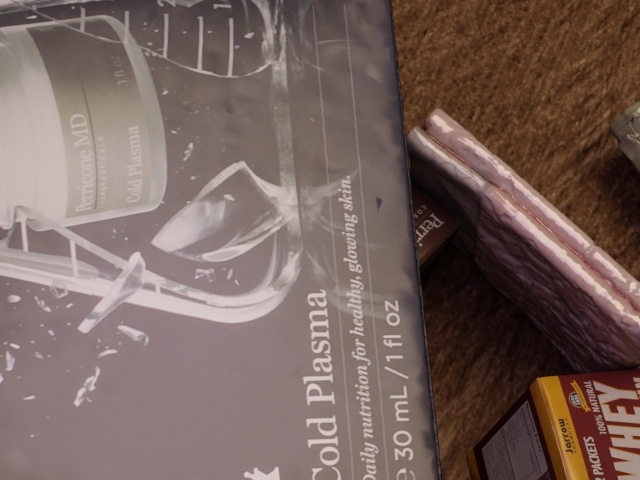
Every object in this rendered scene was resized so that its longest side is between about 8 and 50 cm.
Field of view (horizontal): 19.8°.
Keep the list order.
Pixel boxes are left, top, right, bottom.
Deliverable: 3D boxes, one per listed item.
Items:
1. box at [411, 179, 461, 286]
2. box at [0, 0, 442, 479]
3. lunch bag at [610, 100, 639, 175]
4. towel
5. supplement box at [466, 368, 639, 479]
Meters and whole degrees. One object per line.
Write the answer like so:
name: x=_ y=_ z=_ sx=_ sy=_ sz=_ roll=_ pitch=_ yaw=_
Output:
box: x=0.000 y=0.000 z=1.872 sx=0.203 sy=0.167 sz=0.168 roll=42 pitch=65 yaw=8
box: x=-0.168 y=0.049 z=1.577 sx=0.472 sy=0.297 sz=0.480 roll=-2 pitch=70 yaw=-8
lunch bag: x=0.486 y=-0.078 z=2.103 sx=0.287 sy=0.169 sz=0.235 roll=-20 pitch=69 yaw=-33
towel: x=0.211 y=0.023 z=1.862 sx=0.317 sy=0.332 sz=0.053 roll=43 pitch=83 yaw=11
supplement box: x=0.280 y=0.227 z=1.832 sx=0.191 sy=0.194 sz=0.129 roll=-3 pitch=62 yaw=-21
